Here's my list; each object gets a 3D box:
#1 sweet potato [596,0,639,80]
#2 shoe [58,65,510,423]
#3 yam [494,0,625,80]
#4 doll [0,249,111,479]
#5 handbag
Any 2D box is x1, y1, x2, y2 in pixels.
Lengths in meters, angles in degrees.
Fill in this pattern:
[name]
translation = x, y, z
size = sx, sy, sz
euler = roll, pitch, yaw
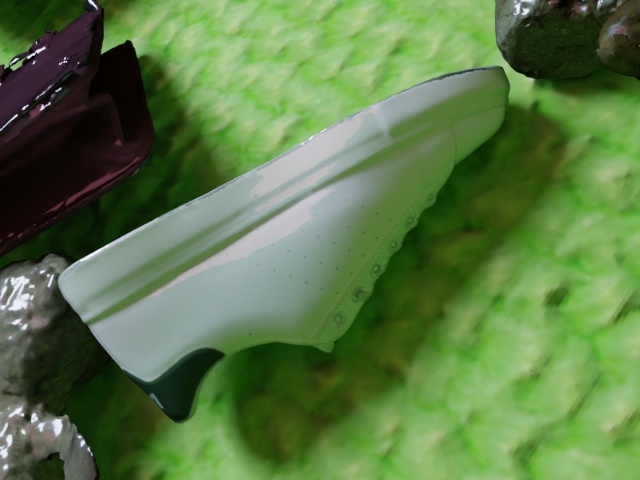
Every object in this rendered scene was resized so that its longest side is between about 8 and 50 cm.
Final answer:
[sweet potato]
translation = 0.249, -0.180, 0.317
size = 0.124, 0.098, 0.310
euler = 24, 73, 23
[shoe]
translation = 0.000, 0.000, 0.359
size = 0.265, 0.095, 0.110
euler = -26, 96, -6
[yam]
translation = 0.139, -0.181, 0.378
size = 0.078, 0.078, 0.179
euler = -4, 65, 22
[doll]
translation = -0.168, 0.147, 0.358
size = 0.202, 0.091, 0.286
euler = -52, 39, 35
[handbag]
translation = -0.216, -0.066, 0.445
size = 0.203, 0.074, 0.216
euler = -34, 35, 3
